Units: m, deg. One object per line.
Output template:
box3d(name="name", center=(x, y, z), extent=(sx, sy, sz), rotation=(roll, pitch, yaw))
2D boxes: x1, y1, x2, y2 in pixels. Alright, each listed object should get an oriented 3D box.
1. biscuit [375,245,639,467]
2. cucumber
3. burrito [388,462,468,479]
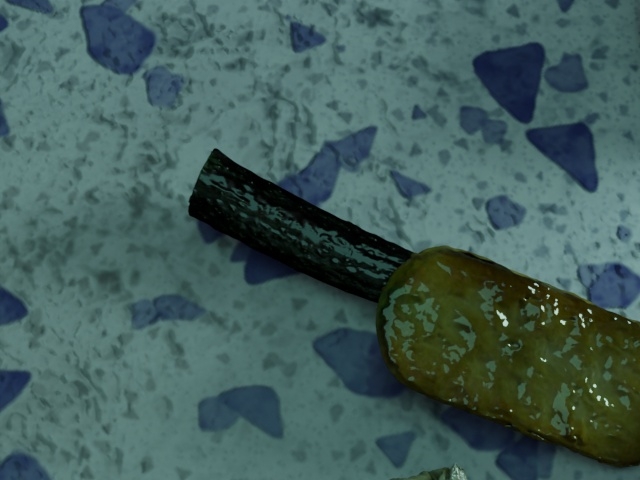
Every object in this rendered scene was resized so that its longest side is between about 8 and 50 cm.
box3d(name="biscuit", center=(0.157, 0.087, 0.956), extent=(0.247, 0.029, 0.118), rotation=(22, 74, -6))
box3d(name="cucumber", center=(0.000, 0.000, 0.993), extent=(0.214, 0.058, 0.052), rotation=(26, 26, 3))
box3d(name="burrito", center=(0.028, 0.210, 0.914), extent=(0.188, 0.045, 0.058), rotation=(-22, 55, -7))
